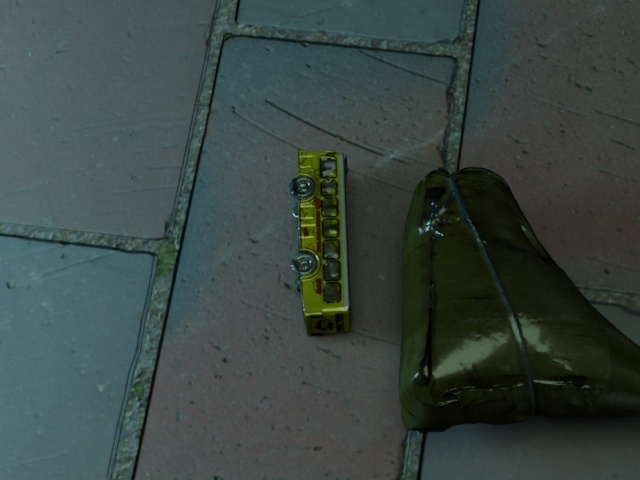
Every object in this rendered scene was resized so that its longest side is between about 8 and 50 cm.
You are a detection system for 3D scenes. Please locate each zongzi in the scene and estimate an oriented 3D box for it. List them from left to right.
[{"bbox_3d":[0.275,0.066,1.904,0.360,0.160,0.323,1,65,4],"label":"zongzi"}]

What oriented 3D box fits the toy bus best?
[{"bbox_3d":[0.000,0.000,1.995,0.074,0.081,0.226,-3,63,3],"label":"toy bus"}]
